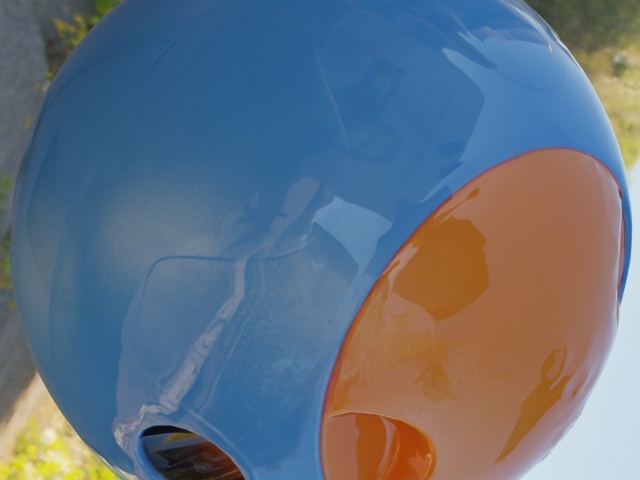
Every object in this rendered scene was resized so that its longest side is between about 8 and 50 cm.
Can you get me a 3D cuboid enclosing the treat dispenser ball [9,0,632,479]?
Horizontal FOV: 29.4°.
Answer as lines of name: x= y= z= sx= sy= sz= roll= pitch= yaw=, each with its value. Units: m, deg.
treat dispenser ball: x=0.000 y=0.000 z=0.578 sx=0.288 sy=0.288 sz=0.288 roll=-63 pitch=176 yaw=-8
